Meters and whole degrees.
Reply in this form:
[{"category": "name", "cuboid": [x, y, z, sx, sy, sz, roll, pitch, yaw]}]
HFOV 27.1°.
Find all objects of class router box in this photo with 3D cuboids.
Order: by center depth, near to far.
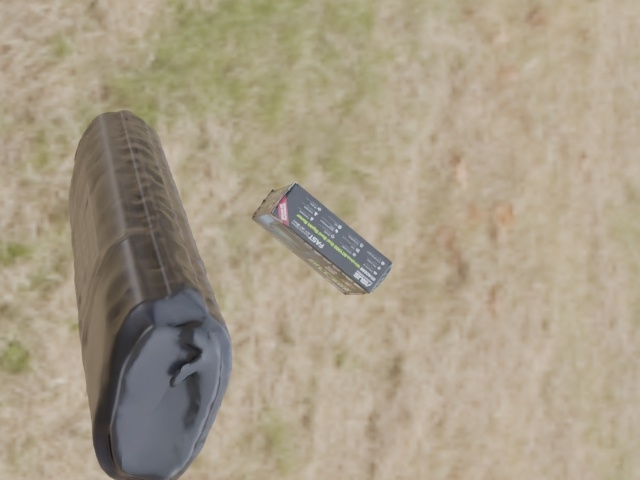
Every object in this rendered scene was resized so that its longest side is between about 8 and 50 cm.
[{"category": "router box", "cuboid": [0.000, 0.000, 1.237, 0.122, 0.092, 0.038, 40, 79, -9]}]

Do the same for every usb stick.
[{"category": "usb stick", "cuboid": [-0.081, 0.010, 0.573, 0.278, 0.045, 0.077, -122, -136, -66]}]
